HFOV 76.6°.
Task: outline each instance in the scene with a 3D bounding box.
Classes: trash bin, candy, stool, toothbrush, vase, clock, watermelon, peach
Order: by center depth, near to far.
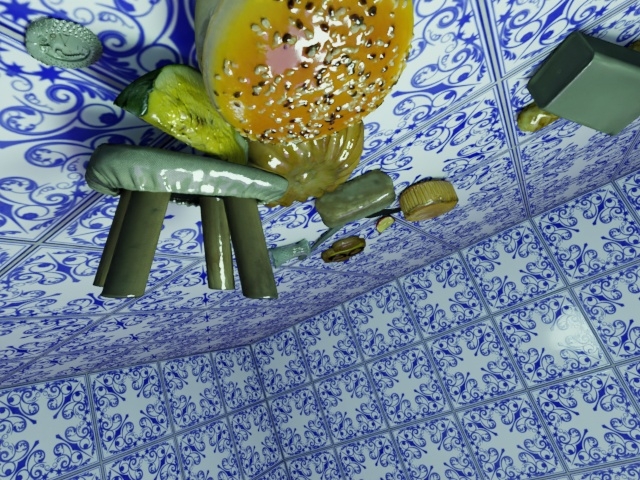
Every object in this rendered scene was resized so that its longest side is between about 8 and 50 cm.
[{"bbox_3d":[-0.317,-0.242,0.505,0.084,0.010,0.074,-7,158,-39],"label":"clock"},{"bbox_3d":[-0.200,-0.179,0.622,0.123,0.128,0.301,-29,168,11],"label":"watermelon"},{"bbox_3d":[-0.247,-0.017,0.719,0.311,0.225,0.311,6,174,-31],"label":"stool"},{"bbox_3d":[0.630,-0.355,0.930,0.241,0.122,0.164,6,145,-19],"label":"trash bin"},{"bbox_3d":[0.103,-0.119,1.188,0.234,0.102,0.104,-24,163,8],"label":"candy"},{"bbox_3d":[-0.108,0.045,1.489,0.149,0.081,0.081,-18,163,-16],"label":"vase"},{"bbox_3d":[0.000,0.000,1.550,0.030,0.030,0.297,16,142,-33],"label":"toothbrush"},{"bbox_3d":[0.251,-0.068,1.585,0.077,0.050,0.083,-40,-175,-28],"label":"peach"}]

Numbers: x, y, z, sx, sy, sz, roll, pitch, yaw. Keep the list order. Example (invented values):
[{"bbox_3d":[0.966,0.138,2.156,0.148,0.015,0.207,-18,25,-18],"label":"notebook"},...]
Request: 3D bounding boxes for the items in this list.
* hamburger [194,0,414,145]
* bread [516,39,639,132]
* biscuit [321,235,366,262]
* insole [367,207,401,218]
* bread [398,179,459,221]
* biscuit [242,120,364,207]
[{"bbox_3d":[-0.018,-0.251,0.541,0.301,0.175,0.300,-18,161,-6],"label":"hamburger"},{"bbox_3d":[0.697,-0.400,1.056,0.368,0.084,0.077,-28,120,28],"label":"bread"},{"bbox_3d":[0.104,0.052,1.802,0.209,0.041,0.290,-18,162,-5],"label":"biscuit"},{"bbox_3d":[0.244,-0.106,1.542,0.189,0.004,0.064,-10,160,-31],"label":"insole"},{"bbox_3d":[0.373,-0.143,1.420,0.200,0.104,0.199,-15,164,-4],"label":"bread"},{"bbox_3d":[-0.046,-0.169,0.887,0.326,0.107,0.325,-20,159,-8],"label":"biscuit"}]
